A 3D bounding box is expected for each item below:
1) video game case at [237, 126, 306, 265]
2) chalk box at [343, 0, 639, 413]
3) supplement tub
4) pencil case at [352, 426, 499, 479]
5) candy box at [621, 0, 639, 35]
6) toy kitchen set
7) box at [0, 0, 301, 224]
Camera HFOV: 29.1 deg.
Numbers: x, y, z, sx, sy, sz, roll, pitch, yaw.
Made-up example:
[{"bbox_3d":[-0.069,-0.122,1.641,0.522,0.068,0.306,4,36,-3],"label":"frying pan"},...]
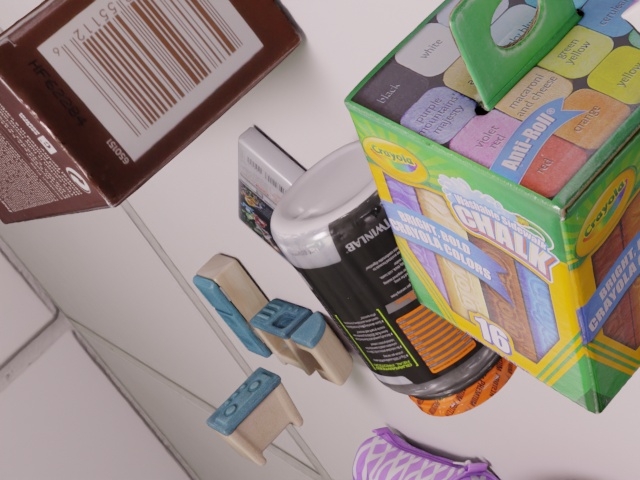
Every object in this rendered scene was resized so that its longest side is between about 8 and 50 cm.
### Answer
[{"bbox_3d":[0.000,0.000,1.104,0.190,0.022,0.173,41,161,12],"label":"video game case"},{"bbox_3d":[0.111,-0.045,0.594,0.132,0.132,0.213,33,159,35],"label":"chalk box"},{"bbox_3d":[0.060,0.029,0.884,0.190,0.117,0.117,55,160,-24],"label":"supplement tub"},{"bbox_3d":[0.112,0.261,1.316,0.206,0.086,0.088,3,100,61],"label":"pencil case"},{"bbox_3d":[0.226,-0.055,0.421,0.196,0.070,0.165,46,162,-3],"label":"candy box"},{"bbox_3d":[-0.091,0.124,1.328,0.122,0.166,0.207,54,160,-24],"label":"toy kitchen set"},{"bbox_3d":[-0.188,-0.126,0.983,0.143,0.191,0.381,51,160,-14],"label":"box"}]
